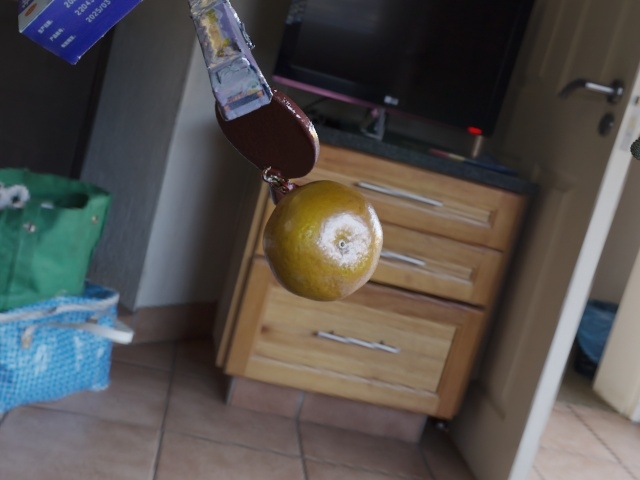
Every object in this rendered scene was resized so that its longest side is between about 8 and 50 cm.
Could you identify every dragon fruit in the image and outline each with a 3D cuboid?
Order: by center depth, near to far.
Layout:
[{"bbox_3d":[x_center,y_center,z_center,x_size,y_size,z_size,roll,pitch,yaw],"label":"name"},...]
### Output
[{"bbox_3d":[-0.052,-0.100,1.806,0.190,0.094,0.094,48,4,-12],"label":"dragon fruit"}]

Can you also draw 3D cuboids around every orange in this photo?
[{"bbox_3d":[0.000,0.000,1.028,0.159,0.159,0.136,10,-2,-26],"label":"orange"}]

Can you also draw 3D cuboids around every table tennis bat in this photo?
[{"bbox_3d":[-0.119,-0.219,1.880,0.268,0.051,0.415,20,-30,21],"label":"table tennis bat"}]

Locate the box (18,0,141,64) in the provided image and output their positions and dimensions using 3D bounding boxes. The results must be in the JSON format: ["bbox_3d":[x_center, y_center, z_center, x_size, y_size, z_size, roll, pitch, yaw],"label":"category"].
[{"bbox_3d":[-0.374,-0.456,1.253,0.106,0.200,0.299,29,36,-47],"label":"box"}]

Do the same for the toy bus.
[{"bbox_3d":[-0.187,-0.375,1.561,0.112,0.138,0.317,-25,46,2],"label":"toy bus"}]

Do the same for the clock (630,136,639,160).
[{"bbox_3d":[0.540,-0.146,1.289,0.074,0.010,0.083,22,-21,-2],"label":"clock"}]
